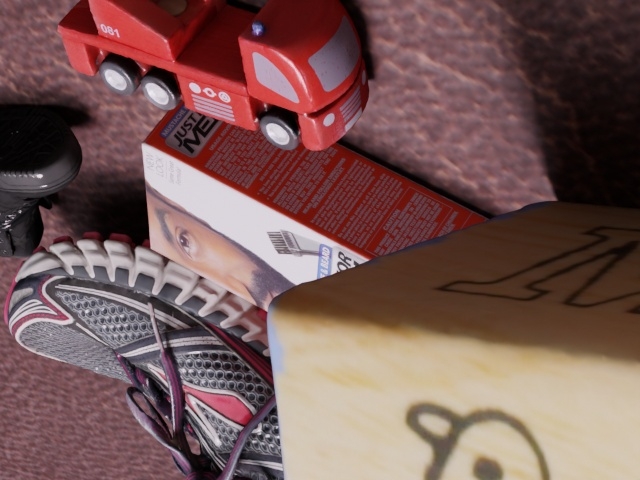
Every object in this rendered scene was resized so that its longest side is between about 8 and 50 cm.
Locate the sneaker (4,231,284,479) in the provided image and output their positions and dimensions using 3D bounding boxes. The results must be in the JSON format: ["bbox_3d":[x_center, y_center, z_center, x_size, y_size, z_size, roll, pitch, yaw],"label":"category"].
[{"bbox_3d":[-0.046,0.086,1.006,0.299,0.112,0.121,22,163,26],"label":"sneaker"}]

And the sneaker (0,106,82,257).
[{"bbox_3d":[-0.170,-0.028,1.064,0.170,0.051,0.089,11,142,45],"label":"sneaker"}]

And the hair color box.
[{"bbox_3d":[0.000,0.000,0.918,0.167,0.053,0.093,28,150,17],"label":"hair color box"}]

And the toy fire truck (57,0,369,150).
[{"bbox_3d":[-0.073,-0.119,0.830,0.192,0.047,0.135,20,145,26],"label":"toy fire truck"}]

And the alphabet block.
[{"bbox_3d":[0.120,0.097,0.730,0.197,0.193,0.192,5,108,42],"label":"alphabet block"}]
